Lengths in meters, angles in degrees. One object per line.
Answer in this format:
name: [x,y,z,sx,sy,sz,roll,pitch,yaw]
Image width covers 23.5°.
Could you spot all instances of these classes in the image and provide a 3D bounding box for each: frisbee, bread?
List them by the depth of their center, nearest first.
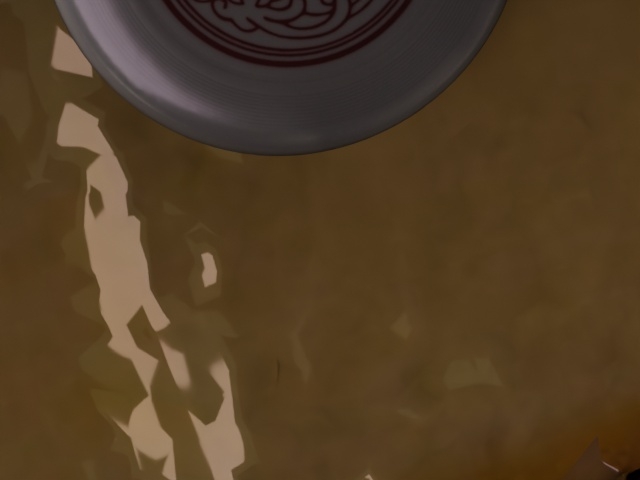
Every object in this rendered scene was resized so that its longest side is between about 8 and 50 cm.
frisbee: [-0.008,-0.073,0.340,0.110,0.014,0.110,-2,101,-8]
bread: [0.000,0.000,0.395,0.315,0.279,0.248,-10,107,38]
